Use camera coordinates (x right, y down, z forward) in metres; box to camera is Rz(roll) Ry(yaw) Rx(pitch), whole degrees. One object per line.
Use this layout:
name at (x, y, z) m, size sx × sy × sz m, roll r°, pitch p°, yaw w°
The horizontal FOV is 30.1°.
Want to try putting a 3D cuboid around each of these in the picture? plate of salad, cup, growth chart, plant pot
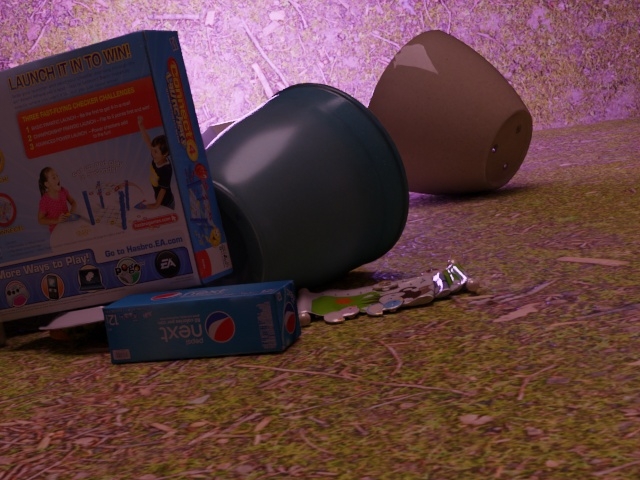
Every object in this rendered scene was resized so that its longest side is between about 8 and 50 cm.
plate of salad at (-0.253, 0.095, 1.493) m, size 0.200 × 0.048 × 0.200 m, roll -13°, pitch 3°, yaw 1°
cup at (0.273, -0.219, 2.341) m, size 0.237 × 0.331 × 0.331 m, roll 29°, pitch 29°, yaw 32°
growth chart at (0.079, 0.065, 1.464) m, size 0.237 × 0.021 × 0.172 m, roll -10°, pitch 10°, yaw -8°
plant pot at (-0.064, -0.040, 1.570) m, size 0.272 × 0.271 × 0.255 m, roll -1°, pitch 23°, yaw 41°

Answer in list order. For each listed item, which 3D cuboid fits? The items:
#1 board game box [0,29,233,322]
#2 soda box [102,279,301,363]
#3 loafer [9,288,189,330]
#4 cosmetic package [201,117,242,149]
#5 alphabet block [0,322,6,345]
board game box at (-0.288, -0.074, 1.453) m, size 0.308 × 0.302 × 0.086 m, roll -10°, pitch 4°, yaw 24°
soda box at (-0.133, 0.091, 1.333) m, size 0.210 × 0.067 × 0.071 m, roll -5°, pitch 9°, yaw 19°
loafer at (-0.293, 0.050, 1.657) m, size 0.302 × 0.109 × 0.095 m, roll -14°, pitch 5°, yaw -15°
cosmetic package at (-0.159, -0.120, 2.236) m, size 0.197 × 0.155 × 0.365 m, roll -39°, pitch -2°, yaw 22°
alphabet block at (-0.544, 0.056, 1.527) m, size 0.193 × 0.197 × 0.192 m, roll -16°, pitch 11°, yaw -41°
